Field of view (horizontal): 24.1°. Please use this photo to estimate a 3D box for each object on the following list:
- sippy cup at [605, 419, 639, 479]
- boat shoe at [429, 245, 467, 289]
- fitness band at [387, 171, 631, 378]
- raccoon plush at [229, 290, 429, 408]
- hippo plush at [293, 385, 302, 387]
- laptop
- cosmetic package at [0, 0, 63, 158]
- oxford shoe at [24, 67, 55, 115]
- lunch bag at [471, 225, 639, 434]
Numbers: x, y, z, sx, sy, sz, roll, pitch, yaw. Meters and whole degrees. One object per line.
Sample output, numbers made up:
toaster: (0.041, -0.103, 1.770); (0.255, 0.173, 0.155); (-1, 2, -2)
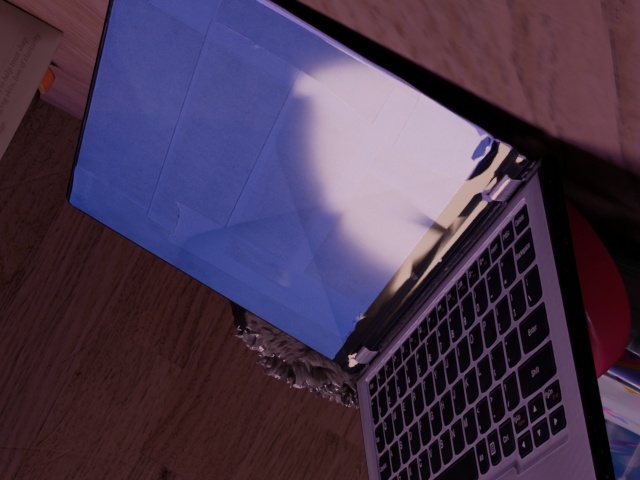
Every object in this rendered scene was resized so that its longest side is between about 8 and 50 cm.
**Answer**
sippy cup: (0.357, 0.227, 1.669); (0.240, 0.224, 0.305); (30, 178, -31)
boat shoe: (0.069, 0.008, 1.412); (0.342, 0.123, 0.123); (27, 178, 25)
fitness band: (0.087, 0.011, 1.041); (0.291, 0.054, 0.209); (19, 140, 46)
raccoon plush: (0.046, 0.114, 1.750); (0.446, 0.216, 0.299); (56, -179, -1)
hippo plush: (0.050, 0.134, 2.189); (0.294, 0.236, 0.234); (27, -153, -43)
laptop: (-0.017, 0.079, 0.949); (0.236, 0.408, 0.382); (-1, 157, -15)
cosmetic package: (-0.463, -0.173, 1.862); (0.156, 0.217, 0.385); (28, 170, -18)
oxford shoe: (-0.487, -0.240, 2.205); (0.130, 0.133, 0.364); (28, 174, 9)
lunch bag: (0.240, 0.076, 1.133); (0.279, 0.108, 0.224); (24, 171, 39)
